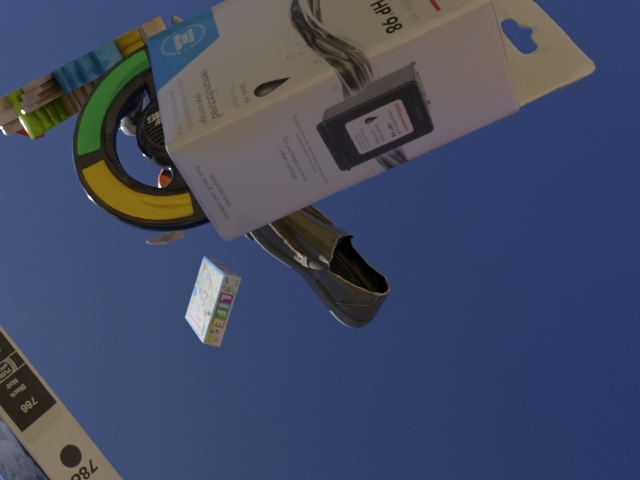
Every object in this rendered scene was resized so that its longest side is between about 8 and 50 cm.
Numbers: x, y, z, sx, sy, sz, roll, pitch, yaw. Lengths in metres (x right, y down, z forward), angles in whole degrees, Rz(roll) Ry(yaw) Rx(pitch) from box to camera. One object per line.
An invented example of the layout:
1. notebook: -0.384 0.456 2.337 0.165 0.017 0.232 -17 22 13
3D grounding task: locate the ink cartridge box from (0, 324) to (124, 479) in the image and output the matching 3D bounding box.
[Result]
1. ink cartridge box: -0.313 0.182 0.869 0.332 0.165 0.065 53 -136 -9

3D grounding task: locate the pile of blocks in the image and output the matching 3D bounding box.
1. pile of blocks: -0.400 -0.243 1.487 0.362 0.149 0.112 -23 -72 15

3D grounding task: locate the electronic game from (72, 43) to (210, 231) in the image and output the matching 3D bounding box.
1. electronic game: -0.146 -0.115 0.912 0.229 0.048 0.229 -5 -114 11

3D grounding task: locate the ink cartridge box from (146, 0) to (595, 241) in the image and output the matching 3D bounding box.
1. ink cartridge box: 0.018 -0.085 0.405 0.180 0.060 0.104 -25 -139 3

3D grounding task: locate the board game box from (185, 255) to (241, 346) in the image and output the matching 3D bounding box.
1. board game box: -0.161 0.086 1.313 0.026 0.154 0.103 17 -86 -20

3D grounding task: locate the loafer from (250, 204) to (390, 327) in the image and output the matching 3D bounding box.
1. loafer: 0.000 0.000 1.154 0.251 0.087 0.094 45 -134 -7

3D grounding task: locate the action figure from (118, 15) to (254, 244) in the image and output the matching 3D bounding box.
1. action figure: -0.196 -0.161 1.309 0.179 0.341 0.330 3 -100 -41
